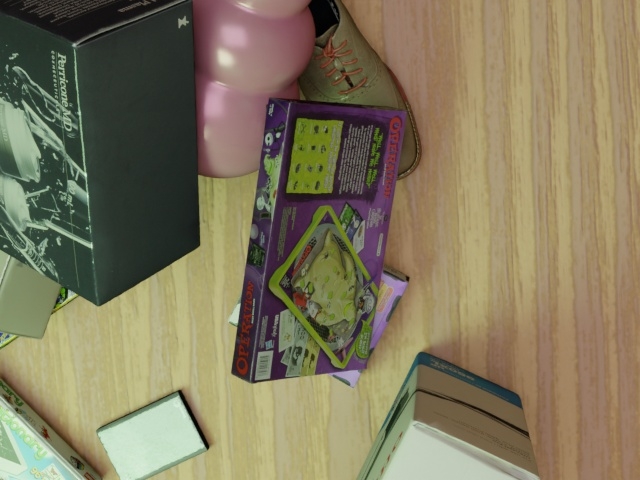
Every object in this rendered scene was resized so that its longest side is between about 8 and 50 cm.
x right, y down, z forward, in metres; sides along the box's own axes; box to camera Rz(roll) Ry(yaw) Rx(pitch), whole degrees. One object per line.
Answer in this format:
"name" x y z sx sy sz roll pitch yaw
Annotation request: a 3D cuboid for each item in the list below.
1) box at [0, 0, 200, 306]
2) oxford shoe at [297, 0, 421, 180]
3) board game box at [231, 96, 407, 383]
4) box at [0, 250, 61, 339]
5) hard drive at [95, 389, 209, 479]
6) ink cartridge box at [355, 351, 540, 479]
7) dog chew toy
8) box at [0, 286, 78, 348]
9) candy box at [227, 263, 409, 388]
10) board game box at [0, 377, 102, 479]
"box" -0.316 -0.152 1.514 0.312 0.179 0.343 24 130 31
"oxford shoe" 0.016 -0.227 1.671 0.123 0.130 0.348 -33 92 8
"board game box" 0.000 0.000 1.593 0.056 0.208 0.346 20 105 48
"box" -0.480 0.034 1.705 0.232 0.148 0.126 18 86 20
"hard drive" -0.237 0.281 1.807 0.135 0.022 0.094 -26 93 8
"ink cartridge box" 0.131 0.329 1.588 0.166 0.395 0.285 25 98 2
"dog chew toy" -0.099 -0.240 1.562 0.207 0.206 0.332 26 123 2
"box" -0.413 0.093 1.788 0.169 0.054 0.059 -34 91 8
"candy box" -0.002 0.080 1.738 0.196 0.070 0.165 28 98 2
"board game box" -0.485 0.303 1.806 0.305 0.053 0.193 45 99 -1
